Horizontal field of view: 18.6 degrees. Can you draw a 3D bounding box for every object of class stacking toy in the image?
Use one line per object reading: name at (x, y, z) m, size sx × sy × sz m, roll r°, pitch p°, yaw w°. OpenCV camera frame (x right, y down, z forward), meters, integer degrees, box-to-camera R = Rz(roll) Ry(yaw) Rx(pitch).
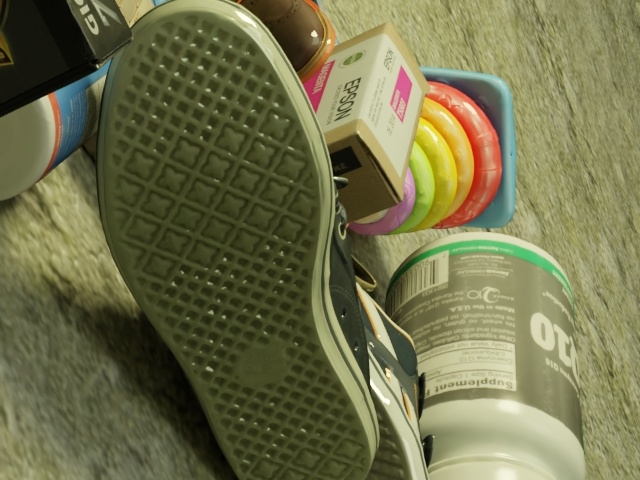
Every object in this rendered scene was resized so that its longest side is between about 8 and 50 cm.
stacking toy at (0.067, -0.062, 2.004) m, size 0.302 × 0.166 × 0.175 m, roll -31°, pitch 122°, yaw -53°

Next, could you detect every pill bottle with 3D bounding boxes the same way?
pill bottle at (-0.222, -0.120, 1.497) m, size 0.124 × 0.124 × 0.221 m, roll 62°, pitch 22°, yaw -13°
pill bottle at (0.162, 0.180, 1.976) m, size 0.204 × 0.204 × 0.361 m, roll 51°, pitch 28°, yaw -35°

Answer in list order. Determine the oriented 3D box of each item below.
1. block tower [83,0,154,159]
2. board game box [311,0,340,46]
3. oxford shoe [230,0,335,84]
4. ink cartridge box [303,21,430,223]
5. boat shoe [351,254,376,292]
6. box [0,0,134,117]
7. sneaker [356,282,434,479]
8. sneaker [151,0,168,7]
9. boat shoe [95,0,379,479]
block tower at (-0.185, -0.161, 1.659) m, size 0.335 × 0.097 × 0.091 m, roll 58°, pitch 25°, yaw -24°
board game box at (-0.025, -0.202, 2.054) m, size 0.020 × 0.090 × 0.090 m, roll -12°, pitch 80°, yaw -66°
oxford shoe at (-0.082, -0.220, 1.846) m, size 0.098 × 0.097 × 0.271 m, roll 37°, pitch -1°, yaw -40°
ink cartridge box at (-0.011, -0.092, 1.853) m, size 0.088 × 0.193 × 0.234 m, roll 58°, pitch 24°, yaw -23°
boat shoe at (0.000, 0.002, 1.978) m, size 0.153 × 0.048 × 0.056 m, roll 56°, pitch 25°, yaw -26°
box at (-0.304, -0.182, 1.152) m, size 0.295 × 0.293 × 0.073 m, roll 63°, pitch 22°, yaw -12°
sneaker at (0.045, 0.168, 1.827) m, size 0.127 × 0.126 × 0.321 m, roll 9°, pitch 60°, yaw -58°
sneaker at (-0.158, -0.188, 1.788) m, size 0.126 × 0.091 × 0.240 m, roll -37°, pitch 124°, yaw -31°
boat shoe at (-0.062, 0.005, 1.598) m, size 0.156 × 0.187 × 0.500 m, roll -97°, pitch 172°, yaw -51°
